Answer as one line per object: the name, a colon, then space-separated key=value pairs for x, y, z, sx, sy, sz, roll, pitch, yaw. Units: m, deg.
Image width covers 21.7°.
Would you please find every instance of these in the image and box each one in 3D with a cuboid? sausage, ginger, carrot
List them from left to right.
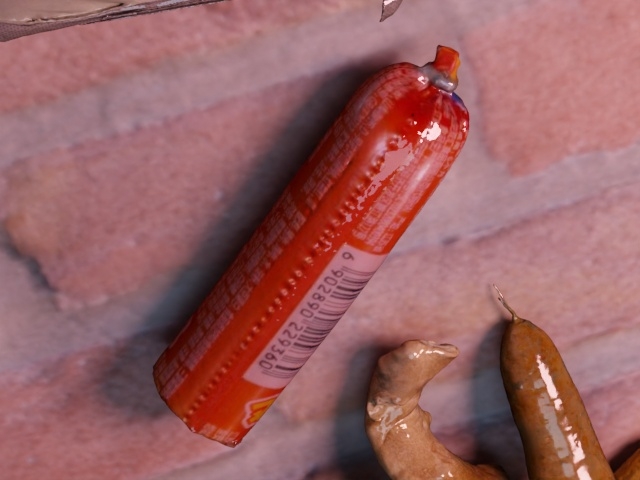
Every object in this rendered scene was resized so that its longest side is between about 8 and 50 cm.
sausage: x=0.000 y=0.000 z=0.965 sx=0.074 sy=0.074 sz=0.274 roll=26 pitch=117 yaw=-21
ginger: x=0.103 y=0.176 z=1.091 sx=0.075 sy=0.089 sz=0.288 roll=-11 pitch=117 yaw=33
carrot: x=0.160 y=0.164 z=1.062 sx=0.078 sy=0.078 sz=0.298 roll=-16 pitch=100 yaw=4

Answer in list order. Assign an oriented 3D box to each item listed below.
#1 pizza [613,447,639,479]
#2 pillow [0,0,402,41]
pizza: x=0.280 y=0.206 z=1.135 sx=0.226 sy=0.069 sz=0.147 roll=13 pitch=113 yaw=-5
pillow: x=-0.072 y=-0.185 z=0.844 sx=0.255 sy=0.059 sz=0.169 roll=-7 pitch=123 yaw=0
